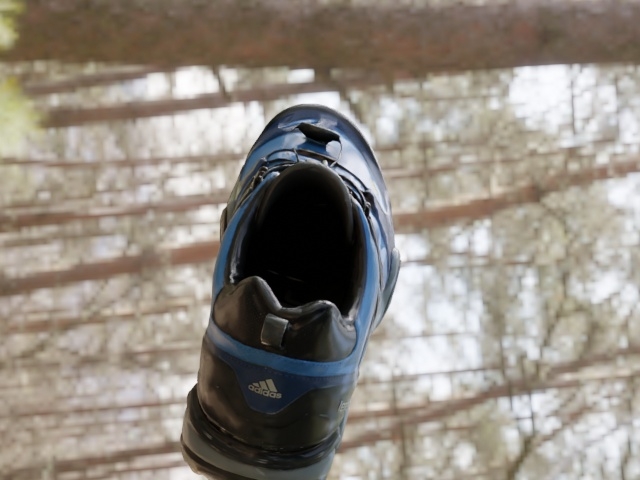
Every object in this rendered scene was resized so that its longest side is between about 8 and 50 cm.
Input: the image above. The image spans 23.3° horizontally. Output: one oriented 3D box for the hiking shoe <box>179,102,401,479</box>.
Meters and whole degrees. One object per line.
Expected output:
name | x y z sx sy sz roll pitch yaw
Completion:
hiking shoe | 0.000 0.000 0.871 0.304 0.113 0.132 -84 -172 -52
